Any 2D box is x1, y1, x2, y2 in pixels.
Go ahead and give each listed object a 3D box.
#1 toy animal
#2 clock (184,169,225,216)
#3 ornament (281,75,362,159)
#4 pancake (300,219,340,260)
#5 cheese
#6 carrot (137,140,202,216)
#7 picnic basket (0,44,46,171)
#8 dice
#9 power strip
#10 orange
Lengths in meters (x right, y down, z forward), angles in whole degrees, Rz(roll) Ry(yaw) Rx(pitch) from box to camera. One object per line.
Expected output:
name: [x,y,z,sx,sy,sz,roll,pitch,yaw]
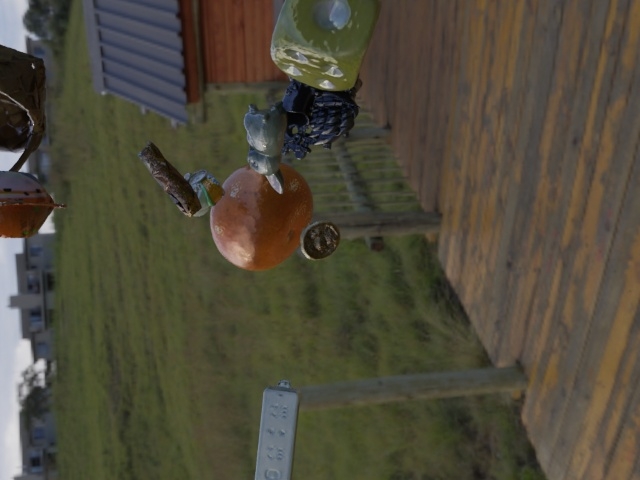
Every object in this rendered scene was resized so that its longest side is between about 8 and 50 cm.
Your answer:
toy animal: [-0.139,-0.228,1.806,0.138,0.108,0.236,-84,-1,-66]
clock: [-0.389,-0.148,2.268,0.103,0.144,0.231,60,169,-31]
ornament: [-0.008,-0.361,2.074,0.106,0.251,0.260,32,-116,-74]
pancake: [0.000,0.000,2.593,0.028,0.158,0.158,-138,44,-63]
cheese: [-0.652,-0.067,1.354,0.217,0.329,0.129,1,90,63]
carrot: [-0.409,-0.165,1.959,0.228,0.069,0.069,52,178,-12]
picnic basket: [-0.772,-0.257,1.600,0.337,0.293,0.337,-56,23,38]
dice: [0.013,-0.540,1.881,0.233,0.238,0.226,115,176,-79]
power strip: [-0.115,0.546,1.936,0.058,0.098,0.338,-17,-67,-84]
orange: [-0.227,-0.099,2.695,0.326,0.424,0.424,30,138,26]
